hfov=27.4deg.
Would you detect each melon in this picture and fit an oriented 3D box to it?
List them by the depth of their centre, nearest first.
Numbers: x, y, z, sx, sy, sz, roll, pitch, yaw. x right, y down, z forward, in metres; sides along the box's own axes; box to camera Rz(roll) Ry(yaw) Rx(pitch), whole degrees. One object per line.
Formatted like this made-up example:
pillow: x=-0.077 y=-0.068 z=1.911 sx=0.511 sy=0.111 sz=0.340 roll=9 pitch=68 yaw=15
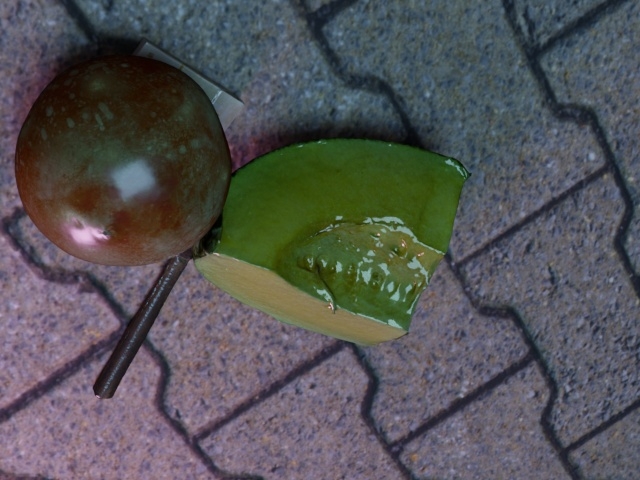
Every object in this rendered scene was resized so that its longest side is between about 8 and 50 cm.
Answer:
melon: x=0.000 y=0.000 z=1.817 sx=0.343 sy=0.226 sz=0.331 roll=22 pitch=122 yaw=-17

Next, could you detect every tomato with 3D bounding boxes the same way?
tomato: x=-0.245 y=-0.085 z=1.626 sx=0.270 sy=0.223 sz=0.270 roll=4 pitch=127 yaw=5

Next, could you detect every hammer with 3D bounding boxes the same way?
hammer: x=-0.248 y=0.107 z=1.888 sx=0.125 sy=0.027 sz=0.297 roll=20 pitch=111 yaw=-31

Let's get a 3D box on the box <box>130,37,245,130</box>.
box: x=-0.191 y=-0.188 z=1.732 sx=0.167 sy=0.024 sz=0.090 roll=30 pitch=106 yaw=-32
